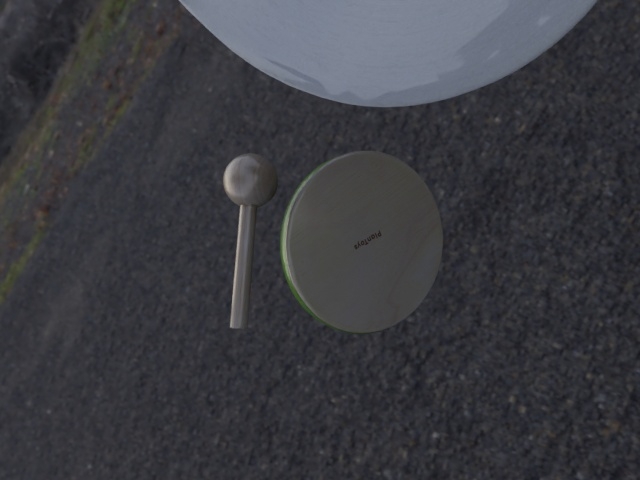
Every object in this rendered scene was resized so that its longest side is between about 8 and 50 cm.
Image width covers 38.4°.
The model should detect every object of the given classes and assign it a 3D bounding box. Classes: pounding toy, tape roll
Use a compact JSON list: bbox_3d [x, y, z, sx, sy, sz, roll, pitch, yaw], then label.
[{"bbox_3d":[0.000,0.000,0.945,0.110,0.236,0.183,5,93,62],"label":"pounding toy"},{"bbox_3d":[0.052,-0.293,0.675,0.392,0.392,0.072,-55,15,18],"label":"tape roll"}]
